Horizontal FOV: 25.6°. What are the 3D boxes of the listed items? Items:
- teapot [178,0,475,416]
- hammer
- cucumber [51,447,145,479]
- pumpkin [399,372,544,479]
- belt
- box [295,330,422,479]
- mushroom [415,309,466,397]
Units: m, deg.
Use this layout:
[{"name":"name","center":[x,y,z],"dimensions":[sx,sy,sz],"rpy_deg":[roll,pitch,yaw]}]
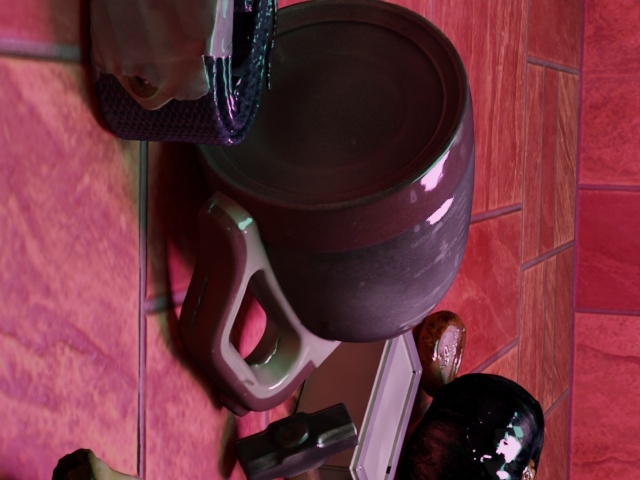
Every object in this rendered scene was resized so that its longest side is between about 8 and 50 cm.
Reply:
[{"name":"teapot","center":[0.000,0.000,1.238],"dimensions":[0.315,0.233,0.312],"rpy_deg":[-44,148,-21]},{"name":"hammer","center":[-0.004,0.283,1.431],"dimensions":[0.365,0.111,0.043],"rpy_deg":[79,-13,-52]},{"name":"cucumber","center":[-0.105,0.254,1.018],"dimensions":[0.325,0.105,0.145],"rpy_deg":[48,20,-53]},{"name":"pumpkin","center":[0.206,0.288,1.873],"dimensions":[0.233,0.163,0.233],"rpy_deg":[-51,154,-37]},{"name":"belt","center":[-0.089,-0.185,1.038],"dimensions":[0.139,0.126,0.230],"rpy_deg":[11,83,-73]},{"name":"box","center":[0.038,0.186,1.530],"dimensions":[0.129,0.086,0.225],"rpy_deg":[72,28,-46]},{"name":"mushroom","center":[0.163,0.157,1.951],"dimensions":[0.123,0.052,0.123],"rpy_deg":[4,90,-65]}]
